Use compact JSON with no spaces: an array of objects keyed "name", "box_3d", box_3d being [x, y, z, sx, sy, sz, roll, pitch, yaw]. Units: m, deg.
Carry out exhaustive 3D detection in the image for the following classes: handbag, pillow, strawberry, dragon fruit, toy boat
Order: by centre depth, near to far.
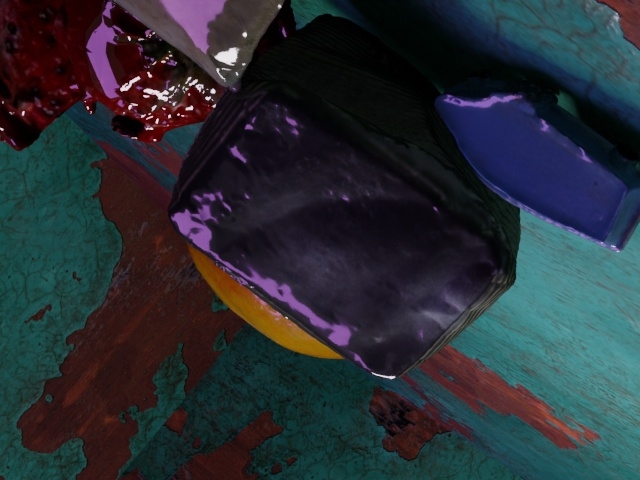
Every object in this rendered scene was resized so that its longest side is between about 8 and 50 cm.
[{"name":"pillow","box_3d":[-0.082,-0.275,1.181,0.185,0.075,0.302,37,133,-1]},{"name":"toy boat","box_3d":[0.206,-0.084,1.288,0.238,0.109,0.098,36,-154,27]},{"name":"handbag","box_3d":[0.038,-0.057,1.419,0.341,0.247,0.240,36,-148,-9]},{"name":"strawberry","box_3d":[-0.162,-0.246,1.523,0.274,0.274,0.220,47,-169,-38]},{"name":"dragon fruit","box_3d":[-0.337,-0.294,1.691,0.286,0.329,0.228,43,176,-25]}]

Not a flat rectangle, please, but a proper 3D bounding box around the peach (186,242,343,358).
[{"name":"peach","box_3d":[0.001,-0.002,1.818,0.373,0.290,0.372,35,173,5]}]
